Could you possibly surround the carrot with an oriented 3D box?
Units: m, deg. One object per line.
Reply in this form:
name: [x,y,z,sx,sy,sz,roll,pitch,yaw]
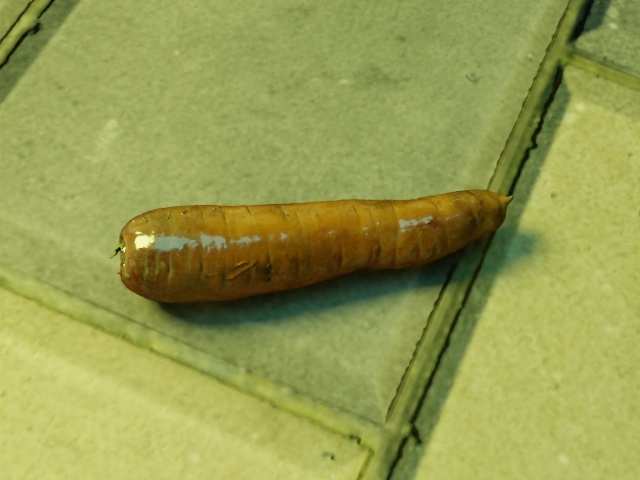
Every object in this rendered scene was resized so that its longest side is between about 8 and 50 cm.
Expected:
carrot: [0.000,0.000,0.759,0.248,0.059,0.059,-6,58,-14]
